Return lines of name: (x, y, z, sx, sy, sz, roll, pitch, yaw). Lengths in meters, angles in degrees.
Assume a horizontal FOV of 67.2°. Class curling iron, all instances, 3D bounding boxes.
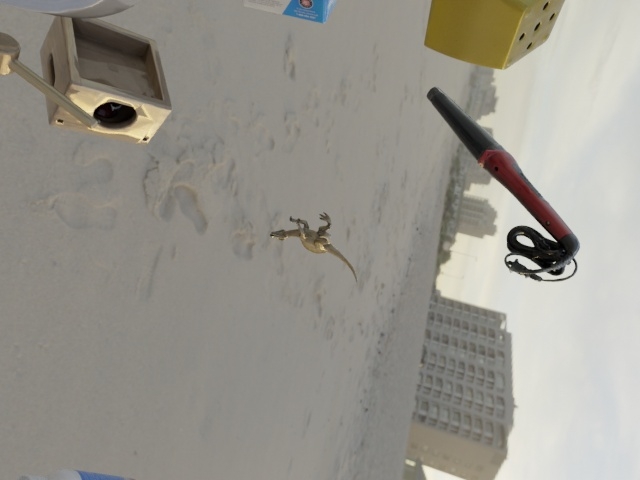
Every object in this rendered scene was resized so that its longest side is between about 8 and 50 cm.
curling iron: (0.178, -0.074, 0.514, 0.035, 0.068, 0.274, 29, 34, -55)

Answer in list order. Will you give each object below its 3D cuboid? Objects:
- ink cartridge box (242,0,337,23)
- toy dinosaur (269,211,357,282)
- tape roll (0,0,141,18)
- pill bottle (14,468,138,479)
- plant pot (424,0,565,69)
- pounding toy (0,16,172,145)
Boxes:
ink cartridge box: (-0.045, -0.458, 0.731, 0.203, 0.148, 0.086, 96, 13, -55)
toy dinosaur: (0.000, 0.000, 0.866, 0.053, 0.183, 0.092, -58, 167, -36)
tape roll: (-0.222, -0.297, 0.381, 0.072, 0.219, 0.219, -90, -171, -68)
pill bottle: (-0.424, 0.468, 0.836, 0.221, 0.124, 0.124, 43, 59, -45)
plant pot: (0.363, -0.476, 0.967, 0.212, 0.187, 0.212, -36, 155, -16)
pounding toy: (-0.303, -0.186, 0.595, 0.206, 0.094, 0.181, 4, 59, -46)
